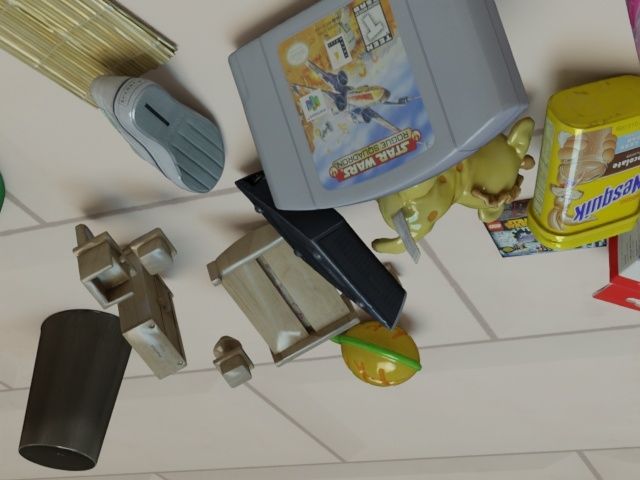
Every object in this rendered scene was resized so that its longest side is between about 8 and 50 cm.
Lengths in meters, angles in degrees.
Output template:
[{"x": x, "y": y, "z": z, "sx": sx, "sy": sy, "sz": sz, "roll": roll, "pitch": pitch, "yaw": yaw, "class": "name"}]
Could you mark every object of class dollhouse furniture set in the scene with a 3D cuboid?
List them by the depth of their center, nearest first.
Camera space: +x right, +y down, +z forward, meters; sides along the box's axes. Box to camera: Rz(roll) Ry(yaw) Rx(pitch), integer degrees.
[{"x": -0.115, "y": 0.016, "z": 1.444, "sx": 0.356, "sy": 0.174, "sz": 0.303, "roll": -29, "pitch": 129, "yaw": 3, "class": "dollhouse furniture set"}]

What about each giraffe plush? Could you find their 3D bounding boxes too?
[{"x": 0.137, "y": -0.086, "z": 1.110, "sx": 0.171, "sy": 0.210, "sz": 0.181, "roll": -11, "pitch": 166, "yaw": -24, "class": "giraffe plush"}]

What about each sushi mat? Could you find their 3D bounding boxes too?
[{"x": -0.310, "y": -0.246, "z": 1.059, "sx": 0.151, "sy": 0.019, "sz": 0.316, "roll": -21, "pitch": 139, "yaw": 38, "class": "sushi mat"}]

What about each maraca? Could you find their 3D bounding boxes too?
[{"x": 0.081, "y": 0.172, "z": 1.612, "sx": 0.127, "sy": 0.099, "sz": 0.186, "roll": 29, "pitch": 170, "yaw": -28, "class": "maraca"}]

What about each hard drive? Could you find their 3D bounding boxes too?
[{"x": 0.000, "y": 0.000, "z": 1.217, "sx": 0.172, "sy": 0.054, "sz": 0.255, "roll": 49, "pitch": 174, "yaw": -28, "class": "hard drive"}]

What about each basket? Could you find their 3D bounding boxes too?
[{"x": -0.413, "y": 0.256, "z": 1.729, "sx": 0.154, "sy": 0.226, "sz": 0.204, "roll": 26, "pitch": 146, "yaw": -28, "class": "basket"}]

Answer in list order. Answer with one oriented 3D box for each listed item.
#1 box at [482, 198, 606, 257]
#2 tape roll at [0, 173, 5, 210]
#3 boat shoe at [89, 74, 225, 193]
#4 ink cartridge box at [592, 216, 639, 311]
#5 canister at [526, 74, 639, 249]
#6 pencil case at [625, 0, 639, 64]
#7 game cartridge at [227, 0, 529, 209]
[{"x": 0.283, "y": -0.018, "z": 1.306, "sx": 0.137, "sy": 0.027, "sz": 0.094, "roll": -8, "pitch": 145, "yaw": 25, "class": "box"}, {"x": -0.583, "y": -0.073, "z": 1.359, "sx": 0.321, "sy": 0.077, "sz": 0.321, "roll": 6, "pitch": 150, "yaw": 3, "class": "tape roll"}, {"x": -0.181, "y": -0.129, "z": 1.183, "sx": 0.076, "sy": 0.083, "sz": 0.226, "roll": 26, "pitch": 166, "yaw": 26, "class": "boat shoe"}, {"x": 0.445, "y": 0.008, "z": 1.264, "sx": 0.134, "sy": 0.078, "sz": 0.231, "roll": 16, "pitch": 149, "yaw": -13, "class": "ink cartridge box"}, {"x": 0.288, "y": -0.082, "z": 1.095, "sx": 0.126, "sy": 0.073, "sz": 0.170, "roll": -16, "pitch": 137, "yaw": -12, "class": "canister"}, {"x": 0.271, "y": -0.189, "z": 0.765, "sx": 0.124, "sy": 0.284, "sz": 0.124, "roll": -5, "pitch": 155, "yaw": -2, "class": "pencil case"}, {"x": 0.046, "y": -0.142, "z": 0.997, "sx": 0.297, "sy": 0.198, "sz": 0.062, "roll": -22, "pitch": 171, "yaw": 39, "class": "game cartridge"}]
